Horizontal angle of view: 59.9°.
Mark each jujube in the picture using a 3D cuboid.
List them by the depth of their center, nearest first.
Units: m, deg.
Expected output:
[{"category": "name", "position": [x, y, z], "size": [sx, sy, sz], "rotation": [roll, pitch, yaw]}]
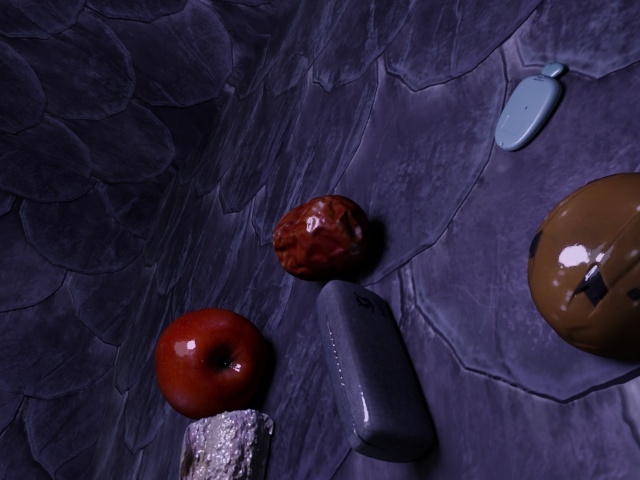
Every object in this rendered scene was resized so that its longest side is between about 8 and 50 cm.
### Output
[{"category": "jujube", "position": [0.000, 0.000, 1.153], "size": [0.250, 0.174, 0.174], "rotation": [-16, 55, 53]}]

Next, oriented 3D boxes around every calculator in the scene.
[{"category": "calculator", "position": [0.331, -0.213, 0.881], "size": [0.153, 0.021, 0.095], "rotation": [-63, 27, 14]}]

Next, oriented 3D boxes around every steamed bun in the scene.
[{"category": "steamed bun", "position": [-0.213, 0.481, 1.166], "size": [0.200, 0.170, 0.225], "rotation": [-33, 43, 41]}]

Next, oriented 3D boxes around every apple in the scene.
[{"category": "apple", "position": [-0.248, 0.284, 1.297], "size": [0.216, 0.261, 0.260], "rotation": [-24, 49, 59]}]

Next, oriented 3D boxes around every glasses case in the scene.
[{"category": "glasses case", "position": [0.077, 0.197, 0.899], "size": [0.074, 0.131, 0.323], "rotation": [-53, 30, 26]}]

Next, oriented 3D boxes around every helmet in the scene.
[{"category": "helmet", "position": [0.318, 0.013, 0.610], "size": [0.224, 0.130, 0.198], "rotation": [-58, 31, 14]}]
